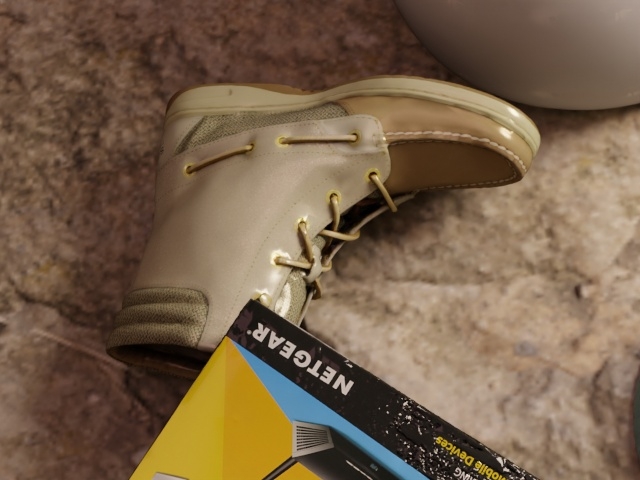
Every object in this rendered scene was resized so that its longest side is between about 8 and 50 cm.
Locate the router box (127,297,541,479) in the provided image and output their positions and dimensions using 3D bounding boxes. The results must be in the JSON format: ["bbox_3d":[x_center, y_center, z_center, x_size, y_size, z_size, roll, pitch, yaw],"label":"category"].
[{"bbox_3d":[0.007,0.131,0.794,0.179,0.046,0.133,32,73,5],"label":"router box"}]

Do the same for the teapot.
[{"bbox_3d":[0.138,-0.204,0.898,0.256,0.187,0.252,-34,58,-5],"label":"teapot"}]

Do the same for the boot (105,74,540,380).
[{"bbox_3d":[0.000,0.000,0.889,0.213,0.077,0.165,2,61,23],"label":"boot"}]

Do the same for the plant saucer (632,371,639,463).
[{"bbox_3d":[0.240,0.074,0.797,0.195,0.037,0.195,-8,60,13],"label":"plant saucer"}]
